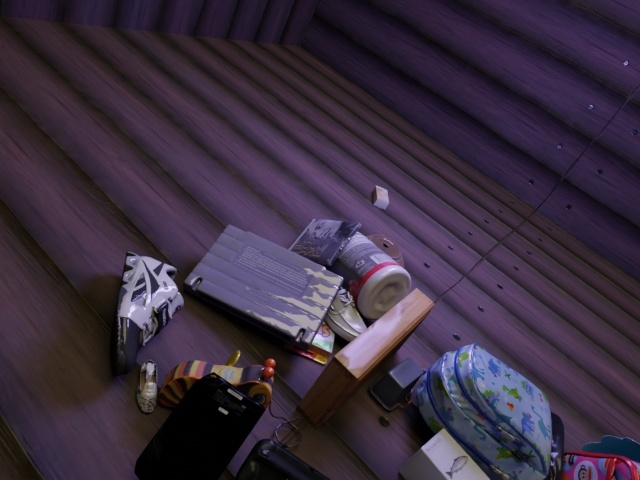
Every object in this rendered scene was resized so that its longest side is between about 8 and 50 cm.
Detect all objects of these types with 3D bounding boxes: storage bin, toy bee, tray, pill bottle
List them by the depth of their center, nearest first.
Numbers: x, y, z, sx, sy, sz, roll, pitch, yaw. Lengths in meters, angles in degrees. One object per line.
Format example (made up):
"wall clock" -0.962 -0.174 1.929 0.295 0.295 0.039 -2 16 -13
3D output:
"toy bee" -0.162 0.294 0.978 0.299 0.162 0.195 12 25 -28
"tray" 0.127 0.277 1.182 0.076 0.202 0.411 42 35 17
"storage bin" 0.202 0.366 1.221 0.135 0.091 0.098 -17 54 -47
"pill bottle" 0.108 0.080 1.442 0.177 0.176 0.318 1 28 -36

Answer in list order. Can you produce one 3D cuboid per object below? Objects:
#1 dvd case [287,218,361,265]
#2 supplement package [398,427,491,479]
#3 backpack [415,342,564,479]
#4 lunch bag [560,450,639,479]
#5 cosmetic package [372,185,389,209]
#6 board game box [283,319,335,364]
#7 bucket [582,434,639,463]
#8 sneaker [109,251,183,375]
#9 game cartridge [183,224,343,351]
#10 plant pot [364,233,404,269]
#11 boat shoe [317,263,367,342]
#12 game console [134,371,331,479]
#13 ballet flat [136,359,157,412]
"dvd case" 0.000 0.000 1.444 0.164 0.221 0.018 -52 123 -24
"supplement package" 0.282 0.528 1.043 0.105 0.105 0.179 -15 52 -46
"backpack" 0.411 0.424 1.170 0.356 0.273 0.290 28 35 13
"lunch bag" 0.602 0.596 0.978 0.120 0.258 0.292 21 66 -11
"cosmetic package" 0.258 -0.185 2.066 0.060 0.041 0.115 20 33 -13
"board game box" -0.017 0.217 1.317 0.124 0.039 0.259 25 35 -7
"bucket" 0.737 0.621 1.115 0.183 0.281 0.281 26 32 -13
"sneaker" -0.376 0.151 1.056 0.147 0.122 0.330 12 36 -21
"game cartridge" -0.141 0.113 1.250 0.355 0.068 0.230 25 50 8
"plant pot" 0.196 0.056 1.626 0.238 0.109 0.237 19 34 -13
"boat shoe" 0.045 0.171 1.317 0.258 0.084 0.095 44 34 21
"game console" -0.127 0.418 0.861 0.361 0.213 0.044 39 -14 -12
"ballet flat" -0.347 0.288 0.964 0.041 0.041 0.114 10 37 -27
